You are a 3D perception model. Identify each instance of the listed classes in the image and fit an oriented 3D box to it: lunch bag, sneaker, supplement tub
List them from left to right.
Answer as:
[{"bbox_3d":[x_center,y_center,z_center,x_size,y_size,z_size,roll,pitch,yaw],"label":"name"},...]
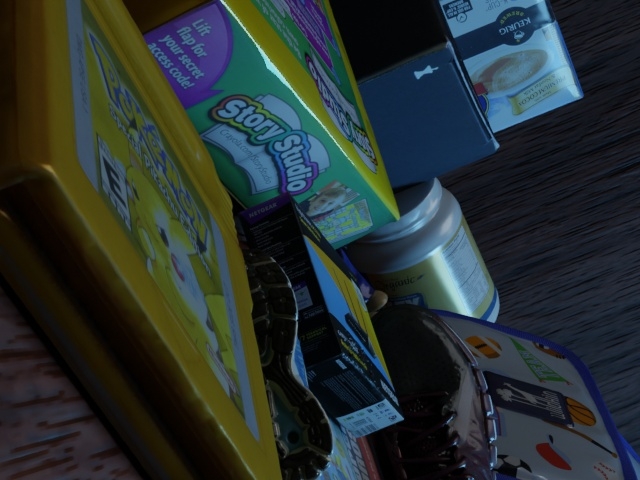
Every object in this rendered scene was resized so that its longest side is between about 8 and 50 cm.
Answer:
[{"bbox_3d":[-0.039,0.084,1.015,0.073,0.063,0.162,103,-28,-73],"label":"sneaker"},{"bbox_3d":[0.109,0.025,1.798,0.144,0.144,0.199,-99,165,-58],"label":"supplement tub"},{"bbox_3d":[0.104,0.187,1.281,0.162,0.106,0.281,24,48,-86],"label":"sneaker"},{"bbox_3d":[0.216,0.272,1.574,0.385,0.239,0.328,48,15,-21],"label":"lunch bag"}]

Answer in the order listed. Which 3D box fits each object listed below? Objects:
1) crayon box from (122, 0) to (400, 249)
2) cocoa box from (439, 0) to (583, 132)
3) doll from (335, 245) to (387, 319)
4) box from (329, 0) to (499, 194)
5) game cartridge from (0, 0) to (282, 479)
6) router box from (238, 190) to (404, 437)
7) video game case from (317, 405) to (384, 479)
[{"bbox_3d":[-0.080,-0.194,1.222,0.363,0.106,0.313,47,24,-58],"label":"crayon box"},{"bbox_3d":[0.162,-0.275,2.237,0.231,0.347,0.228,-97,163,-60],"label":"cocoa box"},{"bbox_3d":[0.000,0.000,1.488,0.189,0.046,0.129,57,21,-24],"label":"doll"},{"bbox_3d":[0.006,-0.270,1.669,0.293,0.212,0.395,50,19,-66],"label":"box"},{"bbox_3d":[-0.104,-0.028,0.848,0.323,0.053,0.285,-101,167,-50],"label":"game cartridge"},{"bbox_3d":[0.003,0.059,1.161,0.179,0.046,0.133,52,18,-63],"label":"router box"},{"bbox_3d":[0.008,0.163,1.175,0.285,0.025,0.204,51,19,-64],"label":"video game case"}]
